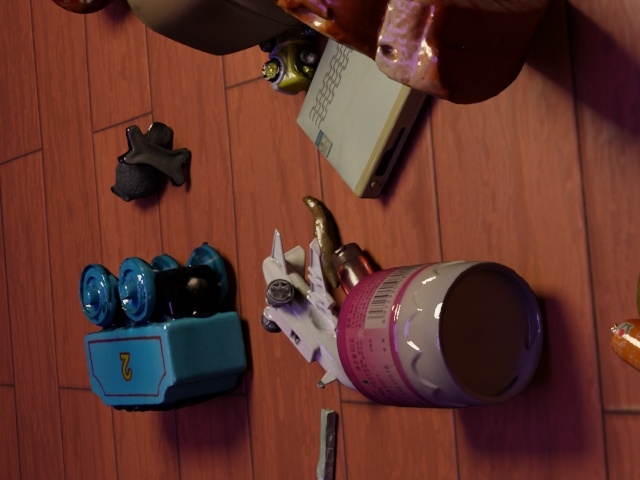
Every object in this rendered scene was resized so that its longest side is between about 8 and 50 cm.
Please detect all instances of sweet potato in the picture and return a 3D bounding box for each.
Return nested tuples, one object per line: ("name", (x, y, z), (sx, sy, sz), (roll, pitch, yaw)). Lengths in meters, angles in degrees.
("sweet potato", (0.004, -0.004, 1.788), (0.041, 0.038, 0.153), (-33, 63, 35))

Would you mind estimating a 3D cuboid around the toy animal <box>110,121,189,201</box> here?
("toy animal", (-0.317, -0.140, 2.186), (0.210, 0.121, 0.117), (-25, 53, 59))

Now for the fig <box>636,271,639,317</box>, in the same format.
("fig", (0.394, 0.011, 1.123), (0.151, 0.151, 0.259), (67, 151, 26))

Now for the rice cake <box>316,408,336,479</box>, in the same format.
("rice cake", (0.008, 0.304, 1.817), (0.022, 0.022, 0.121), (-160, 70, -63))

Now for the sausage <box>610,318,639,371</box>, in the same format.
("sausage", (0.409, 0.159, 1.218), (0.348, 0.053, 0.053), (35, 120, 48))

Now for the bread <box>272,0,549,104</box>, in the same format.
("bread", (0.094, -0.288, 1.414), (0.328, 0.295, 0.114), (31, 121, 14))

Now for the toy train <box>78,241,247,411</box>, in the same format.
("toy train", (-0.268, 0.150, 2.062), (0.300, 0.188, 0.265), (-12, 87, 53))

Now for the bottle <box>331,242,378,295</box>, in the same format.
("bottle", (0.067, 0.073, 1.692), (0.164, 0.060, 0.060), (60, 137, 33))

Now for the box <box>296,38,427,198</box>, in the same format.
("box", (0.067, -0.218, 1.677), (0.211, 0.045, 0.270), (52, 132, 39))

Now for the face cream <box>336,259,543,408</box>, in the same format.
("face cream", (0.140, 0.113, 1.486), (0.195, 0.175, 0.175), (-8, 86, 56))

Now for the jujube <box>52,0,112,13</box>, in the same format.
("jujube", (-0.396, -0.540, 2.163), (0.223, 0.223, 0.318), (67, 149, 26))

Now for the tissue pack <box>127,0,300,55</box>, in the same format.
("tissue pack", (-0.129, -0.477, 1.731), (0.277, 0.267, 0.387), (-25, 64, 30))

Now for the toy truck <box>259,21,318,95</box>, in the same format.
("toy truck", (-0.037, -0.271, 1.802), (0.077, 0.076, 0.111), (-12, 80, 37))

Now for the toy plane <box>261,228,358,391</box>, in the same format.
("toy plane", (-0.014, 0.114, 1.752), (0.255, 0.101, 0.251), (57, 157, 23))
